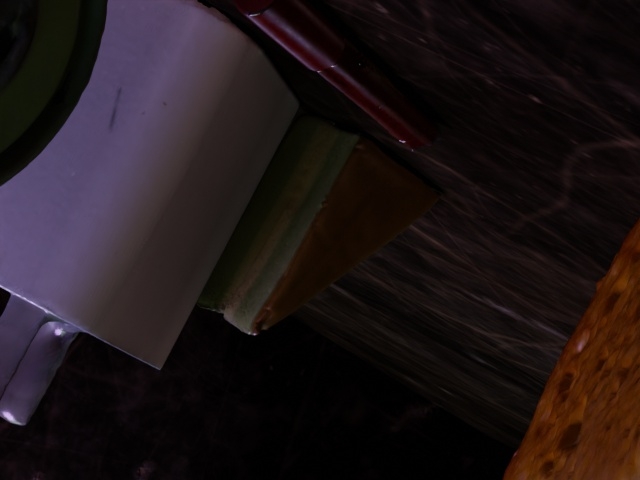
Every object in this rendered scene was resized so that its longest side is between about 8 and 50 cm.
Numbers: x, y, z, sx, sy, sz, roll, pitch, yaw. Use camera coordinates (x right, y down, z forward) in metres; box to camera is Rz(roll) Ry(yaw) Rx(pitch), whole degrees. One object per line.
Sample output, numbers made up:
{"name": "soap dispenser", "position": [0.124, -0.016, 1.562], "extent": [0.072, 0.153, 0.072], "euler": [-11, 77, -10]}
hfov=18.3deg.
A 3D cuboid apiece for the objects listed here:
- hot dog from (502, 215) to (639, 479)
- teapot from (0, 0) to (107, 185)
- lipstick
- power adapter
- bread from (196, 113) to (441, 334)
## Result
{"name": "hot dog", "position": [0.207, 0.084, 0.621], "extent": [0.223, 0.185, 0.405], "euler": [32, 174, -3]}
{"name": "teapot", "position": [-0.283, -0.161, 0.989], "extent": [0.270, 0.200, 0.337], "euler": [48, 167, -32]}
{"name": "lipstick", "position": [0.012, -0.083, 0.962], "extent": [0.027, 0.027, 0.176], "euler": [26, 174, 35]}
{"name": "power adapter", "position": [-0.128, -0.012, 1.143], "extent": [0.124, 0.255, 0.187], "euler": [25, 174, 15]}
{"name": "bread", "position": [-0.003, 0.004, 1.220], "extent": [0.074, 0.139, 0.084], "euler": [22, 170, 46]}
